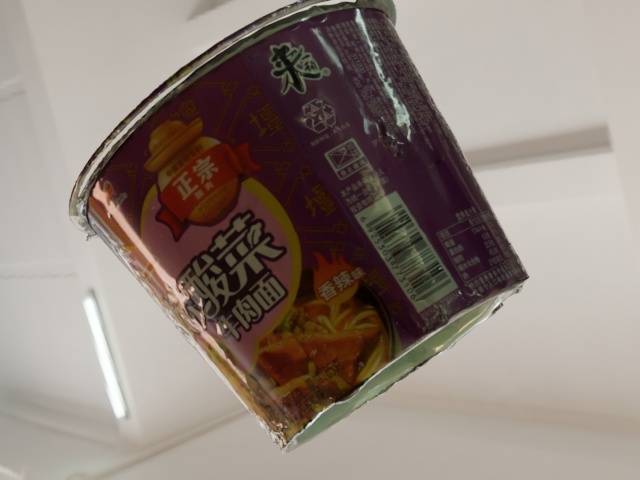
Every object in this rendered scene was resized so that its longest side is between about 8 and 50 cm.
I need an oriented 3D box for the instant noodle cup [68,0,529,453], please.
[{"bbox_3d":[0.000,0.000,0.902,0.266,0.340,0.340,55,-37,10],"label":"instant noodle cup"}]
